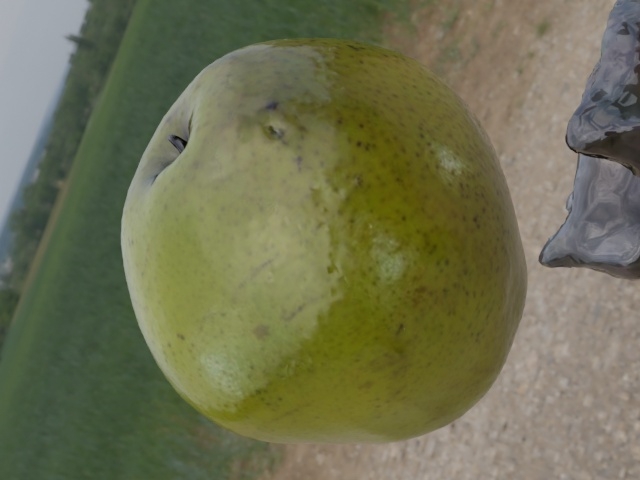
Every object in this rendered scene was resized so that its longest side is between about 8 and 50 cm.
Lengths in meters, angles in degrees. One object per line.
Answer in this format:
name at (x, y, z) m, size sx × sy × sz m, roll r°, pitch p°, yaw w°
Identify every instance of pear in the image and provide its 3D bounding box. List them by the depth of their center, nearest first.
pear at (0.000, 0.000, 0.785) m, size 0.294 × 0.294 × 0.294 m, roll -160°, pitch 90°, yaw -76°

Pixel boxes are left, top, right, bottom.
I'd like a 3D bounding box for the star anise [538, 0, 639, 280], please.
star anise at (0.161, -0.087, 0.395) m, size 0.223 × 0.109 × 0.236 m, roll -60°, pitch -13°, yaw -17°
